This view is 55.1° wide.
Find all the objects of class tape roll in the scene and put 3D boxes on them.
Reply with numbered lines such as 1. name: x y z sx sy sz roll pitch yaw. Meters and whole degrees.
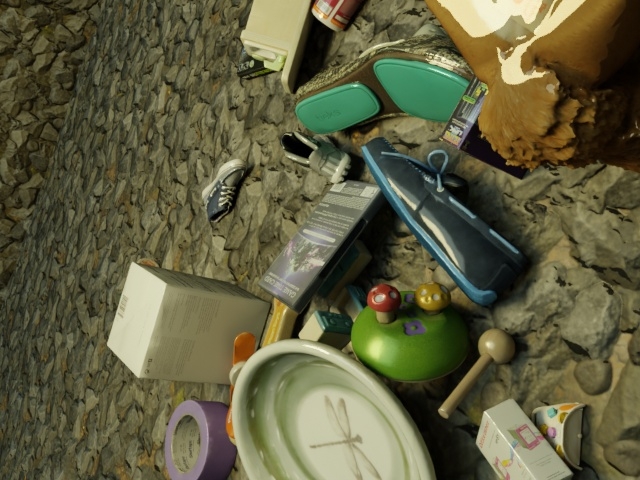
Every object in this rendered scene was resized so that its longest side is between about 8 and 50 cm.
1. tape roll: -0.274 0.462 1.398 0.189 0.080 0.189 -19 64 44

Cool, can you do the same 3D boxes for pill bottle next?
1. pill bottle: 0.054 -0.542 1.337 0.152 0.086 0.086 -51 45 25

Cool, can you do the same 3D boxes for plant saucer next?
1. plant saucer: 0.027 0.338 1.005 0.400 0.100 0.401 12 111 35

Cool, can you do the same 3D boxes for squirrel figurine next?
1. squirrel figurine: 0.346 -0.277 0.750 0.281 0.370 0.397 8 113 50

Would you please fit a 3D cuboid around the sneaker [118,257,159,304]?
1. sneaker: -0.511 0.201 1.747 0.121 0.108 0.302 -43 41 33

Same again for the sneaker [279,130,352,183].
1. sneaker: -0.035 -0.196 1.273 0.086 0.132 0.228 -64 31 6

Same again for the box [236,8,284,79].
1. box: -0.137 -0.523 1.587 0.184 0.045 0.191 4 82 52

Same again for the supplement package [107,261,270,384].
1. supplement package: -0.292 0.187 1.364 0.198 0.262 0.199 19 92 51

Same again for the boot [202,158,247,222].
1. boot: -0.238 -0.124 1.567 0.190 0.069 0.086 -41 56 44

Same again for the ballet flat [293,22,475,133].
1. ballet flat: 0.138 -0.306 1.130 0.482 0.164 0.182 5 56 51

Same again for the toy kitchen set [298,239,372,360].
1. toy kitchen set: 0.027 0.092 1.097 0.122 0.166 0.207 -54 44 23

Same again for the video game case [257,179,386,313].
1. video game case: 0.000 0.000 1.160 0.274 0.026 0.196 -53 25 -8

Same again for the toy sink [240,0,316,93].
1. toy sink: -0.100 -0.478 1.411 0.153 0.131 0.234 -39 -35 -87

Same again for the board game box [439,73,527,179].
1. board game box: 0.272 -0.179 0.897 0.048 0.170 0.141 42 111 46

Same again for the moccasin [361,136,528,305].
1. moccasin: 0.196 -0.050 0.994 0.116 0.138 0.342 -37 67 3

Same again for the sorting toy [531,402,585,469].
1. sorting toy: 0.310 0.255 0.821 0.075 0.044 0.083 162 117 -67

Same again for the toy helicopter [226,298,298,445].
1. toy helicopter: -0.109 0.248 1.269 0.235 0.140 0.355 -8 61 57

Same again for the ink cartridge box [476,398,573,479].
1. ink cartridge box: 0.265 0.287 0.815 0.122 0.052 0.089 -123 22 -44

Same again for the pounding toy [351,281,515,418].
1. pounding toy: 0.152 0.121 0.913 0.237 0.183 0.110 29 137 42
